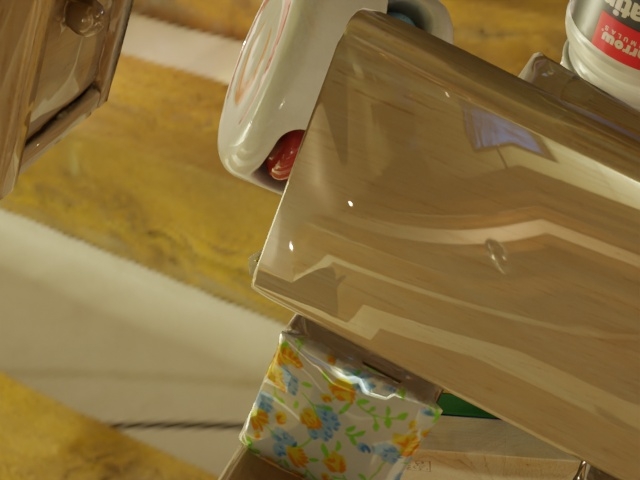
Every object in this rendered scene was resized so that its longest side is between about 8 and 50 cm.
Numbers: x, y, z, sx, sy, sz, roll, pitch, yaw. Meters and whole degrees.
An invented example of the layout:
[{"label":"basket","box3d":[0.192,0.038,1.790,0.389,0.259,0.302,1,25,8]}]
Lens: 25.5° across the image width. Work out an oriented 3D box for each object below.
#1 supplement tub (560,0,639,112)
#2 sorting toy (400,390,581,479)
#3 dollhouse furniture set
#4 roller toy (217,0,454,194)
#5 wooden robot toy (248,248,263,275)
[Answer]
[{"label":"supplement tub","box3d":[0.361,-0.265,1.436,0.191,0.272,0.191,7,-138,-6]},{"label":"sorting toy","box3d":[0.169,0.150,0.980,0.255,0.257,0.089,3,-116,7]},{"label":"dollhouse furniture set","box3d":[0.000,0.000,0.449,0.394,0.362,0.256,27,-143,7]},{"label":"roller toy","box3d":[0.015,-0.118,1.122,0.146,0.209,0.191,21,-165,-15]},{"label":"wooden robot toy","box3d":[0.003,0.031,1.578,0.173,0.079,0.076,-12,-132,36]}]
